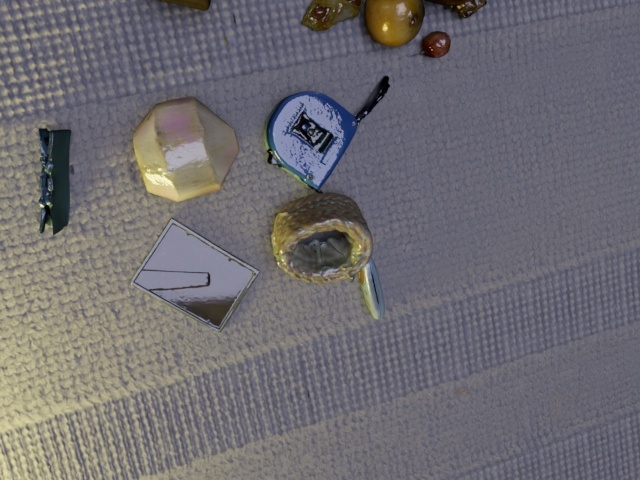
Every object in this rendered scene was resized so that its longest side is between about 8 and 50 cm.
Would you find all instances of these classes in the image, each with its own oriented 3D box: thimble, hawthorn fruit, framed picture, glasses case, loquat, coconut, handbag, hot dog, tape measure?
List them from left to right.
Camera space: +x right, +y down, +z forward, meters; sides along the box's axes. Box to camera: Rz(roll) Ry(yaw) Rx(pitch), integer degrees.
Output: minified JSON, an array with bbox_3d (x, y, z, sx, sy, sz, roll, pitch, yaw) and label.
[{"bbox_3d":[-0.577,-0.131,1.354,0.057,0.144,0.221,4,99,-14],"label":"handbag"},{"bbox_3d":[-0.293,-0.204,1.394,0.236,0.197,0.237,-1,96,-11],"label":"coconut"},{"bbox_3d":[-0.302,0.089,1.528,0.260,0.023,0.189,32,89,-18],"label":"framed picture"},{"bbox_3d":[0.005,-0.005,1.505,0.229,0.148,0.196,5,120,-16],"label":"thimble"},{"bbox_3d":[0.012,-0.306,1.516,0.215,0.098,0.351,33,87,-19],"label":"tape measure"},{"bbox_3d":[0.034,-0.554,1.497,0.168,0.061,0.078,-27,103,-10],"label":"hot dog"},{"bbox_3d":[0.131,0.118,1.627,0.045,0.067,0.179,-16,103,-13],"label":"glasses case"},{"bbox_3d":[0.174,-0.540,1.495,0.137,0.163,0.163,-39,107,-15],"label":"loquat"},{"bbox_3d":[0.276,-0.481,1.575,0.103,0.067,0.067,-34,106,2],"label":"hawthorn fruit"}]

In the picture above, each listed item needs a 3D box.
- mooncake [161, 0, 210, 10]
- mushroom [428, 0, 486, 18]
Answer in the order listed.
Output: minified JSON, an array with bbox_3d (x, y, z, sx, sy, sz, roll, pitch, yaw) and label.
[{"bbox_3d":[-0.281,-0.627,1.283,0.161,0.290,0.291,8,97,-12],"label":"mooncake"},{"bbox_3d":[0.336,-0.682,1.508,0.297,0.163,0.278,-26,104,-12],"label":"mushroom"}]
